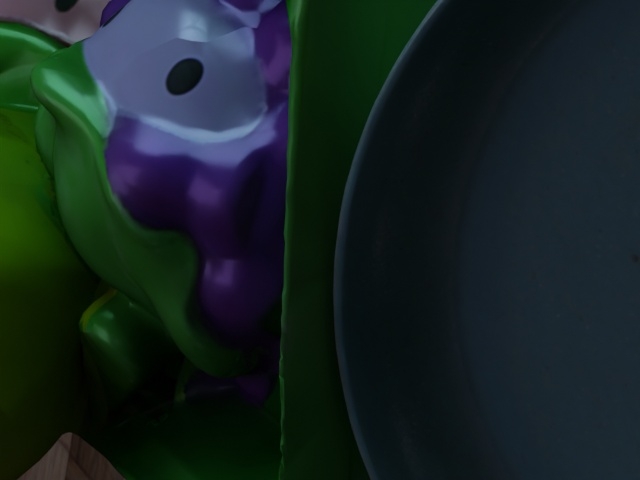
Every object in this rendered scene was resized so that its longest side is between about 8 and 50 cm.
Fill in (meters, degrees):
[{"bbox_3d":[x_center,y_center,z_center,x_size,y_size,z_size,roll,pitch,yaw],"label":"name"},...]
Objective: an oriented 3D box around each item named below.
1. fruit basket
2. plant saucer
[{"bbox_3d":[-0.116,-0.032,0.628,0.392,0.392,0.282,35,125,58],"label":"fruit basket"},{"bbox_3d":[0.157,0.034,0.454,0.318,0.044,0.317,10,116,21],"label":"plant saucer"}]
